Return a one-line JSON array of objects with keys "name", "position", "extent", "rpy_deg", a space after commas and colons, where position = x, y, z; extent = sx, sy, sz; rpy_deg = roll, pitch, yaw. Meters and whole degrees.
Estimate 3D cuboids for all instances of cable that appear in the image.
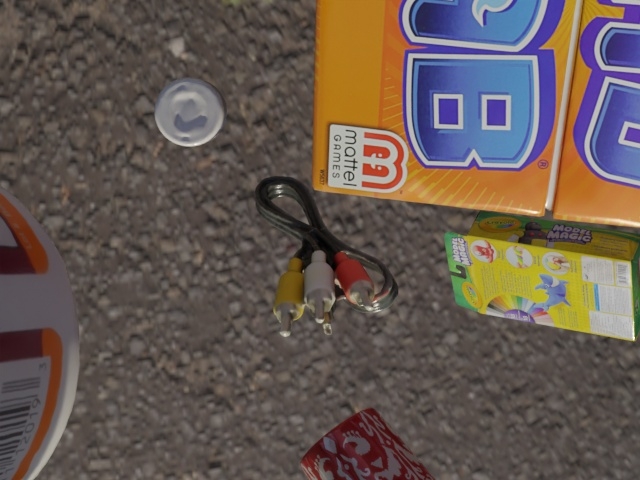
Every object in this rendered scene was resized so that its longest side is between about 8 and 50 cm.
[{"name": "cable", "position": [0.000, 0.000, 1.475], "extent": [0.139, 0.287, 0.072], "rpy_deg": [-14, 134, -2]}]

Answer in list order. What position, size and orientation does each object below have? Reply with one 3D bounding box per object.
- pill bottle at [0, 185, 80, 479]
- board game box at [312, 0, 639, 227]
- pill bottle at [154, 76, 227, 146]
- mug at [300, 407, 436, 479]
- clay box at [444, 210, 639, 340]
[{"name": "pill bottle", "position": [-0.297, 0.058, 0.583], "extent": [0.224, 0.392, 0.224], "rpy_deg": [-1, 88, 19]}, {"name": "board game box", "position": [0.200, -0.258, 1.003], "extent": [0.356, 0.356, 0.356], "rpy_deg": [6, 123, 8]}, {"name": "pill bottle", "position": [-0.127, -0.128, 1.292], "extent": [0.067, 0.120, 0.067], "rpy_deg": [0, 96, -2]}, {"name": "mug", "position": [0.063, 0.259, 1.239], "extent": [0.113, 0.169, 0.150], "rpy_deg": [-33, 162, -18]}, {"name": "clay box", "position": [0.258, 0.037, 1.495], "extent": [0.222, 0.053, 0.127], "rpy_deg": [11, 135, 27]}]
